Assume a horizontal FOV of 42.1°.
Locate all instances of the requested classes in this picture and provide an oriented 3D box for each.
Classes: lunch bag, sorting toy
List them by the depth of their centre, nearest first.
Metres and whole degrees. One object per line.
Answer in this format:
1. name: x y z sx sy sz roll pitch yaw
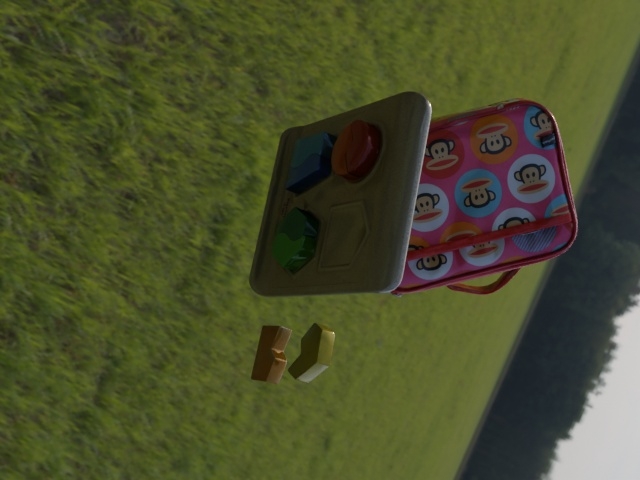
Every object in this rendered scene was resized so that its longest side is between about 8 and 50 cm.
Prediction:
1. sorting toy: 0.000 0.000 0.882 0.041 0.229 0.307 22 73 -37
2. lunch bag: 0.193 -0.045 1.145 0.120 0.293 0.258 -86 161 -76
